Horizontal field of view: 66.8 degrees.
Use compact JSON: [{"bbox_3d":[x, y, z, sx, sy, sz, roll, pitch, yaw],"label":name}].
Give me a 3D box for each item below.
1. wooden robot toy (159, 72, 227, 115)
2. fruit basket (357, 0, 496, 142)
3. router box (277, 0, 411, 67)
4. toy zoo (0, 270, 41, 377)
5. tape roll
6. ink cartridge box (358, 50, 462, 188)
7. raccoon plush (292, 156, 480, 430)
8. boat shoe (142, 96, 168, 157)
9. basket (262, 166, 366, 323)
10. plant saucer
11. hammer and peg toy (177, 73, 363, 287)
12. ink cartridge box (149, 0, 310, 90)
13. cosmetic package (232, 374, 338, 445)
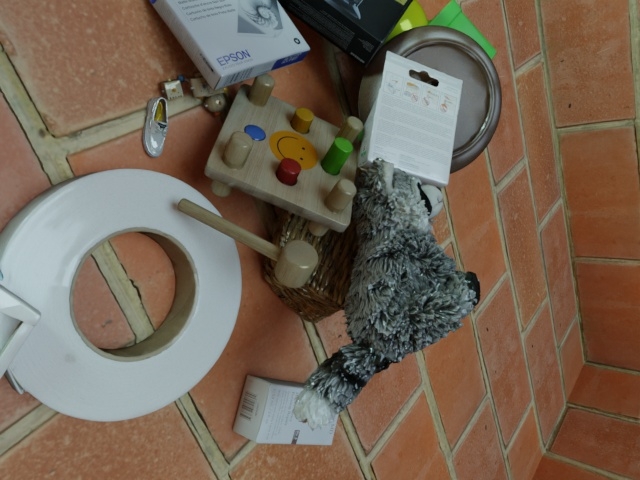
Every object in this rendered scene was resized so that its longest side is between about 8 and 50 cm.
[{"bbox_3d":[-0.192,-0.259,0.862,0.173,0.076,0.079,-31,125,-40],"label":"wooden robot toy"},{"bbox_3d":[0.195,-0.435,1.171,0.392,0.283,0.392,6,60,-11],"label":"fruit basket"},{"bbox_3d":[0.031,-0.528,0.962,0.309,0.081,0.243,35,63,-6],"label":"router box"},{"bbox_3d":[-0.471,0.132,0.553,0.192,0.030,0.293,34,78,-28],"label":"toy zoo"},{"bbox_3d":[-0.300,0.082,0.764,0.392,0.072,0.392,-4,96,-46],"label":"tape roll"},{"bbox_3d":[0.177,-0.229,0.946,0.181,0.056,0.224,14,78,-20],"label":"ink cartridge box"},{"bbox_3d":[0.073,0.061,0.825,0.446,0.216,0.299,-39,96,-31],"label":"raccoon plush"},{"bbox_3d":[-0.270,-0.189,0.805,0.035,0.035,0.100,9,86,-46],"label":"boat shoe"},{"bbox_3d":[0.000,0.000,1.057,0.213,0.223,0.299,32,66,-7],"label":"basket"},{"bbox_3d":[0.235,-0.285,0.999,0.311,0.050,0.310,-1,99,-6],"label":"plant saucer"},{"bbox_3d":[-0.064,-0.118,0.823,0.266,0.127,0.361,23,46,-13],"label":"hammer and peg toy"},{"bbox_3d":[-0.158,-0.385,0.835,0.223,0.045,0.224,-37,90,-39],"label":"ink cartridge box"},{"bbox_3d":[-0.061,0.359,1.020,0.231,0.085,0.117,24,76,-43],"label":"cosmetic package"}]
